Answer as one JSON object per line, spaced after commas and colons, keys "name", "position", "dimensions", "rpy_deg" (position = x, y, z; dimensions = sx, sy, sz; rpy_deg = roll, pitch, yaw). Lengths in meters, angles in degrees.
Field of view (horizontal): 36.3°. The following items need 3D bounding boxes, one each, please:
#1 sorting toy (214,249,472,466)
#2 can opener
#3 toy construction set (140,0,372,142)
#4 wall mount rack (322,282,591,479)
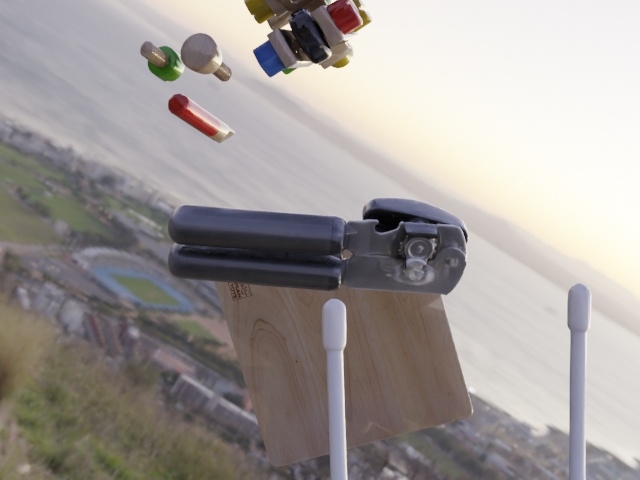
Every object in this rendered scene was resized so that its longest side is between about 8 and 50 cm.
{"name": "sorting toy", "position": [0.029, 0.117, 1.208], "dimensions": [0.089, 0.255, 0.257], "rpy_deg": [-70, 144, -81]}
{"name": "can opener", "position": [0.000, 0.000, 0.934], "dimensions": [0.283, 0.076, 0.095], "rpy_deg": [5, 29, 0]}
{"name": "toy construction set", "position": [-0.045, -0.246, 1.117], "dimensions": [0.257, 0.309, 0.237], "rpy_deg": [37, 1, 19]}
{"name": "wall mount rack", "position": [0.123, 0.195, 0.705], "dimensions": [0.350, 0.130, 0.304], "rpy_deg": [-2, 54, -15]}
